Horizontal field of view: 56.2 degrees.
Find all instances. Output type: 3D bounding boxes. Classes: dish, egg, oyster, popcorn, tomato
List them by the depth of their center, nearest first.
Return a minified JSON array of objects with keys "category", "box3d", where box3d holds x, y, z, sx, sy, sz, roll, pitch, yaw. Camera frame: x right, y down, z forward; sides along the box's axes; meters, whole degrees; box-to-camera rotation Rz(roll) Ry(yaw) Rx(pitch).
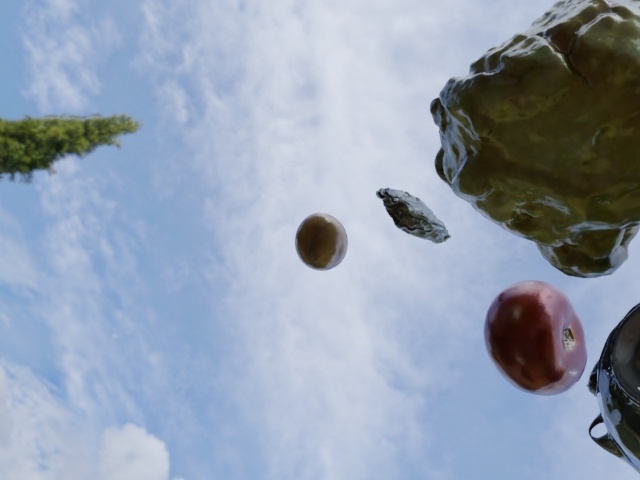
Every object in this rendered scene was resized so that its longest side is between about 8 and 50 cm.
[{"category":"dish","box3d":[0.424,0.145,0.677,0.120,0.303,0.303,36,-45,-25]},{"category":"popcorn","box3d":[0.308,-0.120,0.730,0.334,0.293,0.292,106,-38,-62]},{"category":"egg","box3d":[0.000,0.000,0.883,0.080,0.080,0.096,24,-21,25]},{"category":"tomato","box3d":[0.358,0.164,1.009,0.136,0.195,0.195,-14,-78,44]},{"category":"oyster","box3d":[0.190,-0.051,1.223,0.177,0.125,0.064,40,-63,5]}]

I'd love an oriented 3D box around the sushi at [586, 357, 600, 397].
[{"category":"sushi","box3d":[0.650,0.293,1.216,0.127,0.225,0.124,36,-72,47]}]
